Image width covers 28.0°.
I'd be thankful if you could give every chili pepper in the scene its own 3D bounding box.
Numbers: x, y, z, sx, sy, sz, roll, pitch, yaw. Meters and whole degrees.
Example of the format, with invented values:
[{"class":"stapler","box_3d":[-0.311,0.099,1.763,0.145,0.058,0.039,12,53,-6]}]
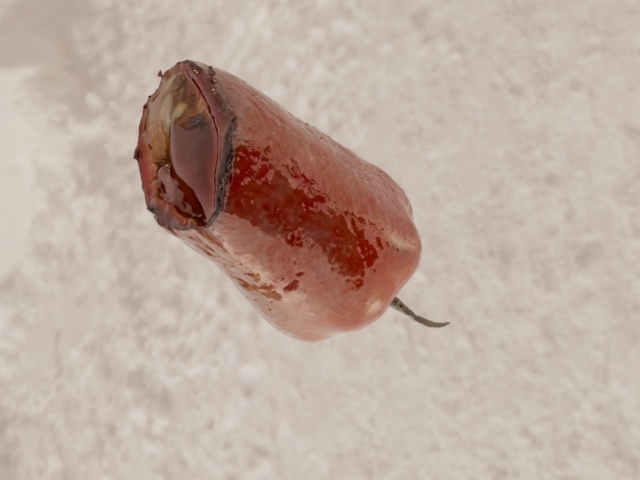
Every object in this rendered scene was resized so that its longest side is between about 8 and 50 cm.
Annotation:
[{"class":"chili pepper","box_3d":[0.000,0.000,0.560,0.084,0.192,0.086,-15,53,40]}]
